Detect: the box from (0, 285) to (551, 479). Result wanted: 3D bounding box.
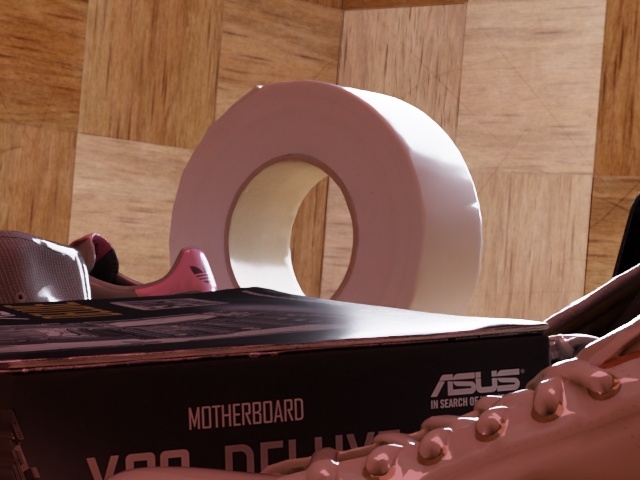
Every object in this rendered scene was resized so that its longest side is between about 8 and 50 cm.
[{"bbox_3d":[-0.084,0.068,0.733,0.242,0.077,0.307,-2,2,-21],"label":"box"}]

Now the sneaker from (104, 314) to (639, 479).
[{"bbox_3d":[0.070,0.067,0.543,0.290,0.123,0.106,3,1,-1],"label":"sneaker"}]

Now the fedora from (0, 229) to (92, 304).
[{"bbox_3d":[-0.242,0.052,1.182,0.275,0.124,0.243,5,-1,-30],"label":"fedora"}]

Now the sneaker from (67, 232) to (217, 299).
[{"bbox_3d":[-0.230,0.057,1.555,0.319,0.131,0.112,4,-1,17],"label":"sneaker"}]

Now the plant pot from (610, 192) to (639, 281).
[{"bbox_3d":[0.310,0.078,1.246,0.167,0.188,0.188,17,-6,-20],"label":"plant pot"}]

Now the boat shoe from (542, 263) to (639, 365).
[{"bbox_3d":[0.155,0.077,1.026,0.118,0.103,0.320,13,12,27],"label":"boat shoe"}]

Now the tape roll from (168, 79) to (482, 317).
[{"bbox_3d":[0.000,0.000,1.617,0.286,0.286,0.100,4,-1,37],"label":"tape roll"}]
